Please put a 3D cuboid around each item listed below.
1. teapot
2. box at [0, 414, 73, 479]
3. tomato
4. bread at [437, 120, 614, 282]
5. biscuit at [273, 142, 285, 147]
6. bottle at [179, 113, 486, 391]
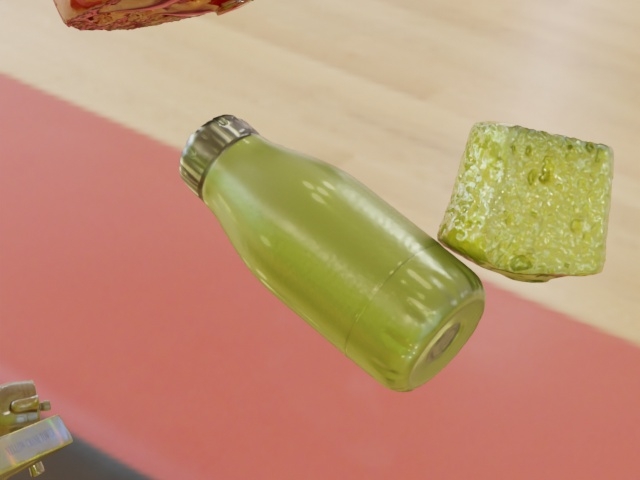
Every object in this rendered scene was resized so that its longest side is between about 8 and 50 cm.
[{"bbox_3d":[-0.341,0.214,1.669,0.080,0.110,0.085,-8,-9,-17],"label":"teapot"},{"bbox_3d":[-0.302,0.200,1.162,0.193,0.030,0.121,-29,-4,18],"label":"box"},{"bbox_3d":[-0.136,-0.265,1.286,0.200,0.139,0.233,-15,-1,22],"label":"tomato"},{"bbox_3d":[0.158,-0.029,1.134,0.129,0.114,0.111,10,6,-19],"label":"bread"},{"bbox_3d":[-0.027,-0.019,1.587,0.061,0.183,0.118,-20,32,-5],"label":"biscuit"},{"bbox_3d":[0.000,0.000,1.136,0.260,0.112,0.112,40,39,22],"label":"bottle"}]
